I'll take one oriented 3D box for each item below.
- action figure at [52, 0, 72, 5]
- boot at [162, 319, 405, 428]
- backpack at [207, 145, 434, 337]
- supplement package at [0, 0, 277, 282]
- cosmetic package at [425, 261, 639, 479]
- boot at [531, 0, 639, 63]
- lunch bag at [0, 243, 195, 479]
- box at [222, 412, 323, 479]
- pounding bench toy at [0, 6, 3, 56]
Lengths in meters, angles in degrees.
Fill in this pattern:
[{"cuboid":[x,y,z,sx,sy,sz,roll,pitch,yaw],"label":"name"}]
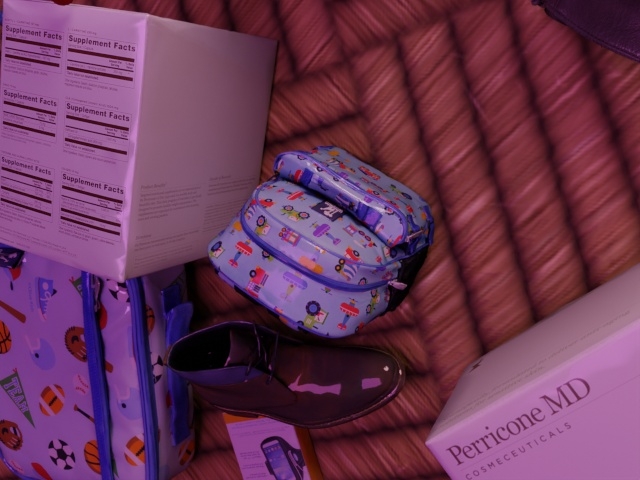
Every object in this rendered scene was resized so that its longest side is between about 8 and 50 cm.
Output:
[{"cuboid":[-0.217,-0.293,0.580,0.139,0.092,0.280,116,134,-64],"label":"action figure"},{"cuboid":[-0.039,0.123,0.649,0.219,0.106,0.082,-11,58,27],"label":"boot"},{"cuboid":[0.000,0.000,0.582,0.158,0.173,0.117,34,112,17],"label":"backpack"},{"cuboid":[-0.159,-0.094,0.627,0.149,0.194,0.203,15,105,23],"label":"supplement package"},{"cuboid":[0.269,0.214,0.488,0.197,0.155,0.365,-41,85,26],"label":"cosmetic package"},{"cuboid":[0.183,-0.245,0.453,0.263,0.091,0.229,50,154,25],"label":"boot"},{"cuboid":[-0.245,0.122,0.749,0.243,0.115,0.303,6,106,26],"label":"lunch bag"},{"cuboid":[-0.044,0.232,0.728,0.081,0.028,0.136,-15,95,26],"label":"box"},{"cuboid":[-0.385,-0.227,0.769,0.065,0.083,0.052,-12,94,27],"label":"pounding bench toy"}]
